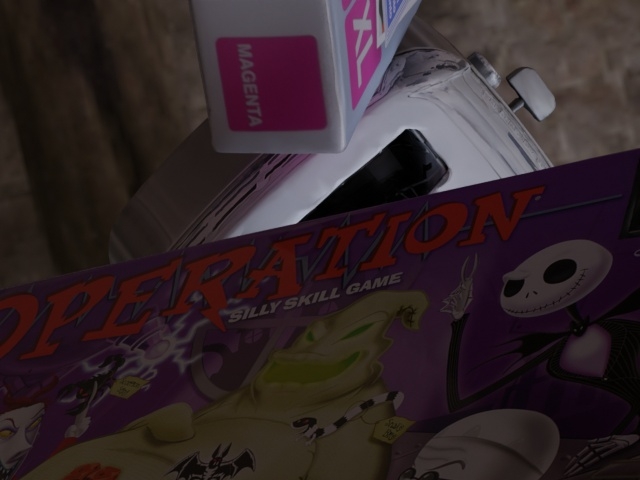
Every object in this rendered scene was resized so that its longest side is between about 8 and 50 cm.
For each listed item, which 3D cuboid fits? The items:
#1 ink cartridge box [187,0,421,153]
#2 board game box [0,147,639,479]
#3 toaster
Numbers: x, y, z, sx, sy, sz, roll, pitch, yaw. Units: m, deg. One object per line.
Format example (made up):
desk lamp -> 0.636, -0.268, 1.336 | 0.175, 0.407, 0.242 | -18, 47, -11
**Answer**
ink cartridge box -> 0.015, -0.191, 0.718 | 0.065, 0.185, 0.311 | 2, -146, 15
board game box -> -0.028, 0.072, 0.561 | 0.347, 0.056, 0.208 | -13, -151, 31
toaster -> 0.000, 0.000, 0.772 | 0.227, 0.129, 0.146 | -39, -165, -2
